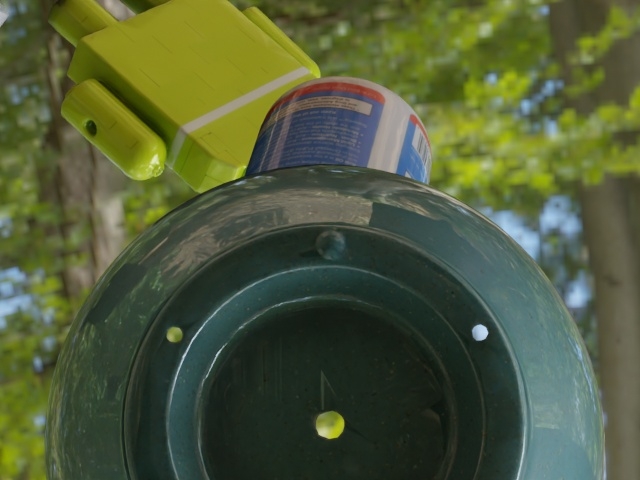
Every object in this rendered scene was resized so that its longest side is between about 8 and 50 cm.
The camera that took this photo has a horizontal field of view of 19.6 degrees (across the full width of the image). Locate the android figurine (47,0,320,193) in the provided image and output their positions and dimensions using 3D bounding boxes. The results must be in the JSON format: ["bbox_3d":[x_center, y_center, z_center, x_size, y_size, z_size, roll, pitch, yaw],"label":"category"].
[{"bbox_3d":[-0.094,-0.123,1.553,0.273,0.056,0.248,42,-138,13],"label":"android figurine"}]

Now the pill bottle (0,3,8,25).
[{"bbox_3d":[-0.129,-0.191,0.816,0.221,0.121,0.121,-51,-142,4],"label":"pill bottle"}]

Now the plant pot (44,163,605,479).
[{"bbox_3d":[0.003,0.092,0.882,0.293,0.293,0.196,-9,170,-2],"label":"plant pot"}]

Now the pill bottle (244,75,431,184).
[{"bbox_3d":[0.000,0.000,1.210,0.124,0.124,0.221,0,-143,13],"label":"pill bottle"}]
